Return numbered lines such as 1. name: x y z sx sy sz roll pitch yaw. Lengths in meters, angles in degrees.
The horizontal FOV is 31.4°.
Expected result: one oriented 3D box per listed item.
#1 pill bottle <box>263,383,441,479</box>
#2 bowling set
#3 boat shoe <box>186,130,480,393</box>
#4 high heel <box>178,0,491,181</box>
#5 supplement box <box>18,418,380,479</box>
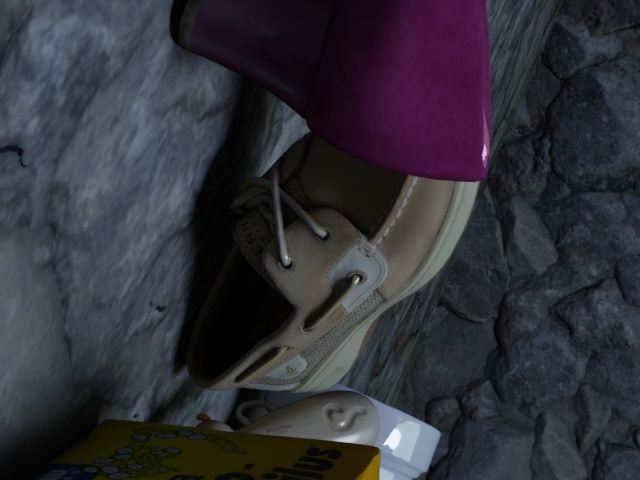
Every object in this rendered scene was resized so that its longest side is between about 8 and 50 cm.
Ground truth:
1. pill bottle: -0.035 0.315 1.081 0.210 0.210 0.363 57 56 -76
2. bowling set: -0.010 0.278 0.866 0.154 0.287 0.200 -8 146 -27
3. boat shoe: 0.000 0.000 0.763 0.110 0.122 0.341 -5 140 -30
4. high heel: 0.085 -0.222 0.625 0.377 0.181 0.127 -62 176 1
5. supplement box: -0.079 0.307 0.654 0.194 0.195 0.356 -30 121 -71
